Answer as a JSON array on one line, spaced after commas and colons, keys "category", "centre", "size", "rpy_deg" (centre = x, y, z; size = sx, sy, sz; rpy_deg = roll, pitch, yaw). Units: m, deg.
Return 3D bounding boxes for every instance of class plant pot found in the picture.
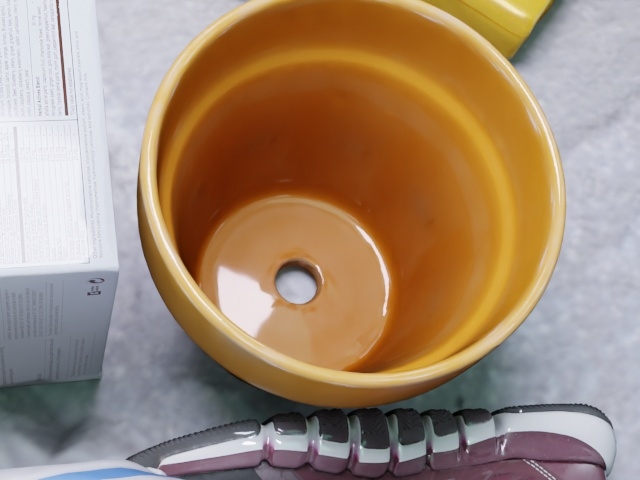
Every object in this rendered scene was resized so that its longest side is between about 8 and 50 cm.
[{"category": "plant pot", "centre": [0.000, 0.000, 0.688], "size": [0.205, 0.188, 0.205], "rpy_deg": [4, 69, -11]}]

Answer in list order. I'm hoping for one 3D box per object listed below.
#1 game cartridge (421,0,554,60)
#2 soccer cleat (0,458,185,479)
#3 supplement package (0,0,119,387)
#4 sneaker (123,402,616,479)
[{"category": "game cartridge", "centre": [0.070, -0.317, 0.895], "size": [0.324, 0.052, 0.285], "rpy_deg": [34, 67, 1]}, {"category": "soccer cleat", "centre": [-0.037, 0.150, 0.587], "size": [0.331, 0.143, 0.116], "rpy_deg": [15, 96, -29]}, {"category": "supplement package", "centre": [-0.212, -0.015, 0.645], "size": [0.203, 0.194, 0.149], "rpy_deg": [-4, 70, -14]}, {"category": "sneaker", "centre": [0.036, 0.174, 0.678], "size": [0.281, 0.106, 0.162], "rpy_deg": [-2, 73, -13]}]
